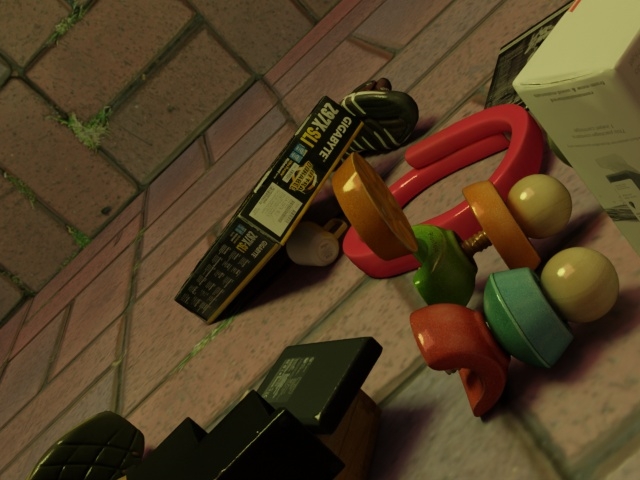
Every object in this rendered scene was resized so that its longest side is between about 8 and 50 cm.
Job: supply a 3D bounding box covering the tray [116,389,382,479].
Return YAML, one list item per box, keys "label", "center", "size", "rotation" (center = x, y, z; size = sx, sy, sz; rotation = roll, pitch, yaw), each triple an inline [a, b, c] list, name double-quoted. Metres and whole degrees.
- label: "tray"
  center: [-0.129, 0.290, 0.859]
  size: [0.411, 0.076, 0.203]
  rotation: [-31, 23, 32]

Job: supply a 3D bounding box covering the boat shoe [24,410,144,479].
- label: "boat shoe"
  center: [-0.355, 0.357, 1.119]
  size: [0.324, 0.122, 0.120]
  rotation: [-53, 17, -26]

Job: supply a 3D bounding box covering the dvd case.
- label: "dvd case"
  center: [0.294, -0.242, 1.175]
  size: [0.164, 0.018, 0.221]
  rotation: [-31, 24, 37]

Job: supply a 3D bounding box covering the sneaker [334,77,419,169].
- label: "sneaker"
  center: [0.086, -0.220, 1.431]
  size: [0.162, 0.106, 0.281]
  rotation: [-51, 19, -27]

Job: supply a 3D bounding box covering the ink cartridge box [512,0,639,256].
- label: "ink cartridge box"
  center: [0.258, -0.083, 0.610]
  size: [0.158, 0.218, 0.092]
  rotation: [-52, 25, -19]

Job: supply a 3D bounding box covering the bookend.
- label: "bookend"
  center: [-0.078, 0.191, 0.738]
  size: [0.156, 0.072, 0.157]
  rotation: [-45, 18, -4]

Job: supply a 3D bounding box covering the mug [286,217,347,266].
- label: "mug"
  center: [-0.004, 0.001, 1.217]
  size: [0.064, 0.062, 0.078]
  rotation: [17, 89, 60]

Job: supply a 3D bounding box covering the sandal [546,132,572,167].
- label: "sandal"
  center: [0.307, -0.164, 0.882]
  size: [0.303, 0.120, 0.086]
  rotation: [-55, -4, -34]

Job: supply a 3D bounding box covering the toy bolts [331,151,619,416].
- label: "toy bolts"
  center: [0.139, 0.003, 0.745]
  size: [0.158, 0.218, 0.228]
  rotation: [-33, 39, 15]

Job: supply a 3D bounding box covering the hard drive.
- label: "hard drive"
  center: [-0.011, 0.131, 0.800]
  size: [0.135, 0.022, 0.094]
  rotation: [-16, 33, 55]

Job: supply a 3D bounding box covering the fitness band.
- label: "fitness band"
  center: [0.142, -0.055, 1.057]
  size: [0.291, 0.054, 0.209]
  rotation: [-25, 29, 47]

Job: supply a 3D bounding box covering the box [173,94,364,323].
- label: "box"
  center: [-0.083, -0.039, 1.324]
  size: [0.257, 0.079, 0.322]
  rotation: [-60, 8, -34]
